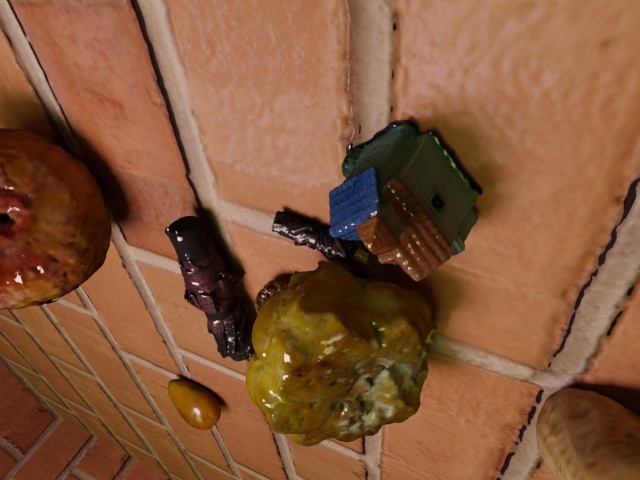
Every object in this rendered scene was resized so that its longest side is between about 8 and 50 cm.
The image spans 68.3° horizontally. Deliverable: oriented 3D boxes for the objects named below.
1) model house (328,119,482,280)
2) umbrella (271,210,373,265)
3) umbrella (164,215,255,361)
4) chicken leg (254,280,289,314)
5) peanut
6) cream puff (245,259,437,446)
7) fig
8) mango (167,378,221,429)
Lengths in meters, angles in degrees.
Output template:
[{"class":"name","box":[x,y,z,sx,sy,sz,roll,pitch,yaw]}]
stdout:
[{"class":"model house","box":[0.070,-0.020,0.473,0.120,0.148,0.148,-23,112,47]},{"class":"umbrella","box":[0.000,0.000,0.627,0.144,0.037,0.040,22,135,18]},{"class":"umbrella","box":[-0.182,0.092,0.805,0.094,0.090,0.325,12,135,30]},{"class":"chicken leg","box":[-0.059,0.134,0.790,0.085,0.068,0.197,-5,138,8]},{"class":"peanut","box":[0.339,0.259,0.529,0.137,0.253,0.122,-17,100,7]},{"class":"cream puff","box":[0.027,0.141,0.648,0.282,0.185,0.281,-9,124,-14]},{"class":"fig","box":[-0.504,-0.027,0.825,0.286,0.286,0.369,43,169,-10]},{"class":"mango","box":[-0.337,0.434,1.259,0.163,0.089,0.111,24,129,27]}]
